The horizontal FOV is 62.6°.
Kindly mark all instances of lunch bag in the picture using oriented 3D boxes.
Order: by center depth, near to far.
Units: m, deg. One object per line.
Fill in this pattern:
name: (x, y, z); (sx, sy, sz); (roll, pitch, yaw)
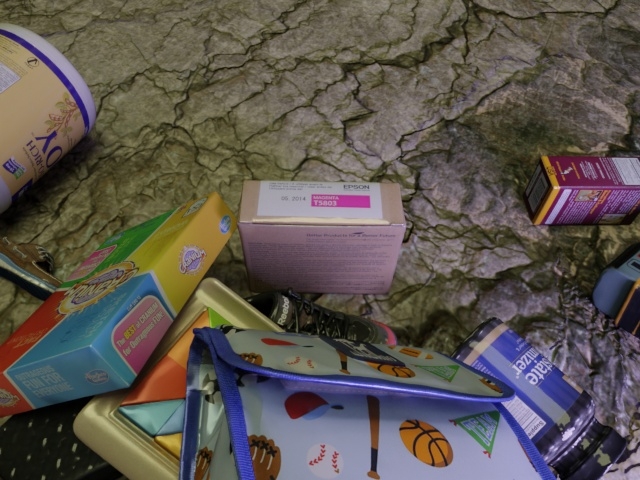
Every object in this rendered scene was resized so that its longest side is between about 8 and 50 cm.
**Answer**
lunch bag: (0.042, 0.239, 0.501); (0.328, 0.238, 0.385); (12, 33, -24)

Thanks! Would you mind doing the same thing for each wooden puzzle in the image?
wooden puzzle: (-0.124, 0.189, 0.625); (0.221, 0.044, 0.238); (38, 61, 1)

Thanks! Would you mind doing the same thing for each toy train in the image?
toy train: (0.599, 0.052, 0.837); (0.334, 0.142, 0.190); (-31, 50, -22)

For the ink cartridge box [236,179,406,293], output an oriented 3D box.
ink cartridge box: (0.000, 0.000, 0.814); (0.235, 0.193, 0.088); (2, 54, -1)

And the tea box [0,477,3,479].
tea box: (-0.567, 0.293, 0.519); (0.329, 0.220, 0.323); (30, 72, 21)

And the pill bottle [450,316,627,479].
pill bottle: (0.279, 0.217, 0.705); (0.123, 0.122, 0.219); (-35, 62, -24)

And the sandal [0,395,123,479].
sandal: (-0.314, 0.261, 0.681); (0.446, 0.107, 0.167); (-35, 62, -10)

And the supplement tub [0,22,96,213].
supplement tub: (-0.586, -0.189, 0.907); (0.241, 0.241, 0.331); (21, 56, 13)

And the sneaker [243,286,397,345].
sneaker: (-0.023, 0.132, 0.753); (0.276, 0.135, 0.097); (4, 51, 0)

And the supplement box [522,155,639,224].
supplement box: (0.482, -0.089, 0.951); (0.188, 0.104, 0.080); (0, 53, -3)

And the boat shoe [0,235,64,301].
boat shoe: (-0.472, 0.038, 0.850); (0.183, 0.066, 0.066); (24, 55, 16)

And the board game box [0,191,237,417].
board game box: (-0.272, 0.073, 0.703); (0.242, 0.064, 0.316); (-19, 27, 26)
